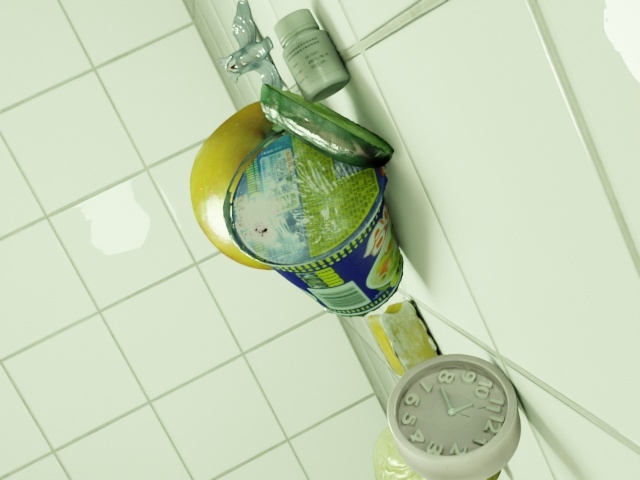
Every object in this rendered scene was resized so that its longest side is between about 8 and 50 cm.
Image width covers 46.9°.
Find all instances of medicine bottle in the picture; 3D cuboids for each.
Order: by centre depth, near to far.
[{"bbox_3d":[-0.016,-0.289,1.156,0.130,0.080,0.080,63,174,5],"label":"medicine bottle"}]

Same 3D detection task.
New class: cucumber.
[{"bbox_3d":[0.011,-0.169,1.159,0.115,0.063,0.244,3,-155,-46],"label":"cucumber"}]

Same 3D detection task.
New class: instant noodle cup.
[{"bbox_3d":[0.021,-0.010,1.310,0.284,0.284,0.312,59,-177,35],"label":"instant noodle cup"}]

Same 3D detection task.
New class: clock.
[{"bbox_3d":[0.205,0.271,1.135,0.197,0.197,0.068,57,170,49],"label":"clock"}]

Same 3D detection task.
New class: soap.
[{"bbox_3d":[0.185,0.225,1.665,0.173,0.089,0.274,62,175,6],"label":"soap"}]

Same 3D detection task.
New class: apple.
[{"bbox_3d":[-0.095,-0.133,1.583,0.374,0.375,0.383,70,-150,-51],"label":"apple"}]

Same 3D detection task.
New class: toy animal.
[{"bbox_3d":[-0.167,-0.457,1.800,0.255,0.176,0.239,-10,114,48],"label":"toy animal"}]

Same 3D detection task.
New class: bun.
[{"bbox_3d":[0.279,0.687,2.088,0.352,0.227,0.349,57,179,-2],"label":"bun"}]

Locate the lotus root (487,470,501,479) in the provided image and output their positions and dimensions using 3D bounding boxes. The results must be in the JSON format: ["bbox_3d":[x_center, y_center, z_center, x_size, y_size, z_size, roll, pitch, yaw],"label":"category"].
[{"bbox_3d":[0.335,0.439,1.474,0.054,0.049,0.099,-86,-21,-58],"label":"lotus root"}]
